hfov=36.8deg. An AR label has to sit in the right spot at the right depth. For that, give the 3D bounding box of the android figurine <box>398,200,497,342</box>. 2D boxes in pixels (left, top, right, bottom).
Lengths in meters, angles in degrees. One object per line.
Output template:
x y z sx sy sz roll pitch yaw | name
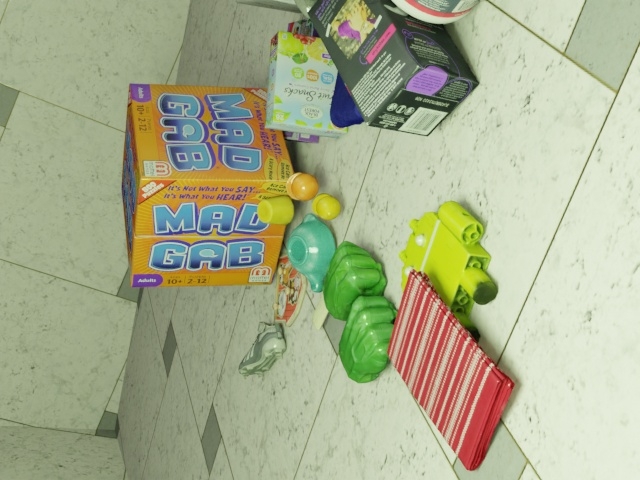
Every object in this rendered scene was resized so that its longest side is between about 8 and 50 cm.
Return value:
0.199 0.057 1.596 0.273 0.056 0.248 -122 44 -55 | android figurine

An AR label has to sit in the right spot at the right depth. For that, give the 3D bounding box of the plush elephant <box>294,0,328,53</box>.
-0.040 -0.554 1.856 0.272 0.255 0.330 -41 65 52 | plush elephant

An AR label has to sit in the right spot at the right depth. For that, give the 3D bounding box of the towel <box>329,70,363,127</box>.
0.120 -0.342 1.902 0.308 0.076 0.227 179 105 -69 | towel

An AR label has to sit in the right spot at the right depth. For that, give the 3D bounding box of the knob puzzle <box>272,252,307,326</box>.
-0.080 0.111 2.308 0.213 0.030 0.213 -173 90 -68 | knob puzzle

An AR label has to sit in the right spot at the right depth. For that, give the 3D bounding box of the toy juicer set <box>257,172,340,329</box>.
0.000 0.000 2.087 0.209 0.089 0.329 -45 63 38 | toy juicer set

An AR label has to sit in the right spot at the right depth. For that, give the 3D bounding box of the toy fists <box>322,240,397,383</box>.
0.079 0.126 1.824 0.142 0.096 0.279 105 158 -46 | toy fists

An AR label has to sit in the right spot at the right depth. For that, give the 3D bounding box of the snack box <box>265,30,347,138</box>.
-0.025 -0.340 2.112 0.070 0.174 0.207 161 113 -70 | snack box

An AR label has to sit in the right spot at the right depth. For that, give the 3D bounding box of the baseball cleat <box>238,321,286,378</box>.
-0.142 0.264 2.374 0.206 0.072 0.109 -38 49 47 | baseball cleat

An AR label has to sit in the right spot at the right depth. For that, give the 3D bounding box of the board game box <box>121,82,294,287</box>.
-0.292 -0.134 2.368 0.356 0.356 0.356 105 157 -43 | board game box

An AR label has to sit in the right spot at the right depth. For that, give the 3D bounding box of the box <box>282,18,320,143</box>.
-0.042 -0.385 2.325 0.201 0.057 0.293 -159 76 -68 | box

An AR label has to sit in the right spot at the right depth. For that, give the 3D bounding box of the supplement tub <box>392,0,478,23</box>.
0.222 -0.490 1.516 0.272 0.191 0.191 133 138 -57 | supplement tub

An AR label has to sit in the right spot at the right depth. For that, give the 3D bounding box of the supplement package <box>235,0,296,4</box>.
-0.076 -0.653 2.331 0.293 0.175 0.177 -148 66 -66 | supplement package

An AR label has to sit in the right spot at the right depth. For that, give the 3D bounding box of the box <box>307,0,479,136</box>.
0.120 -0.330 1.644 0.143 0.165 0.270 -45 55 34 | box

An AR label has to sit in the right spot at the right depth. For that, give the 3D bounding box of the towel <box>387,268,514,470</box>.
0.194 0.199 1.503 0.275 0.031 0.199 54 143 44 | towel
